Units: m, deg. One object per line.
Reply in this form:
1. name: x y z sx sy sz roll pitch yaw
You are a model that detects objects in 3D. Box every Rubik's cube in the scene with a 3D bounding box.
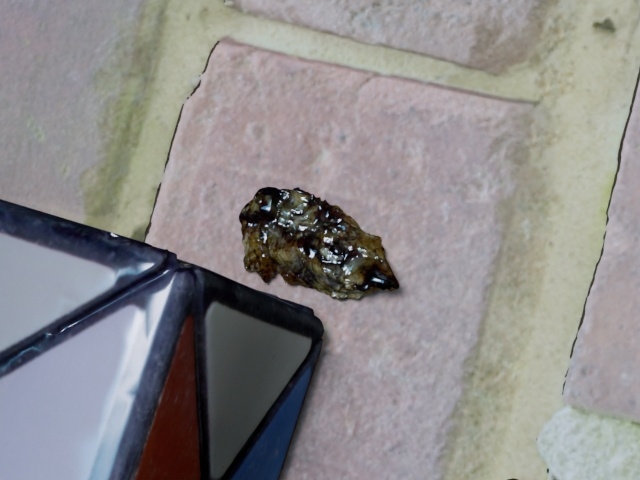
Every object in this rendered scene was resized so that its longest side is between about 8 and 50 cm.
1. Rubik's cube: -0.212 0.135 1.155 0.310 0.307 0.305 16 85 21

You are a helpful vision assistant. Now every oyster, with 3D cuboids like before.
1. oyster: -0.001 0.000 1.270 0.132 0.029 0.086 2 79 19

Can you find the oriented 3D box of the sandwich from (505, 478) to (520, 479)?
1. sandwich: 0.222 0.246 1.134 0.215 0.065 0.186 -6 77 15
